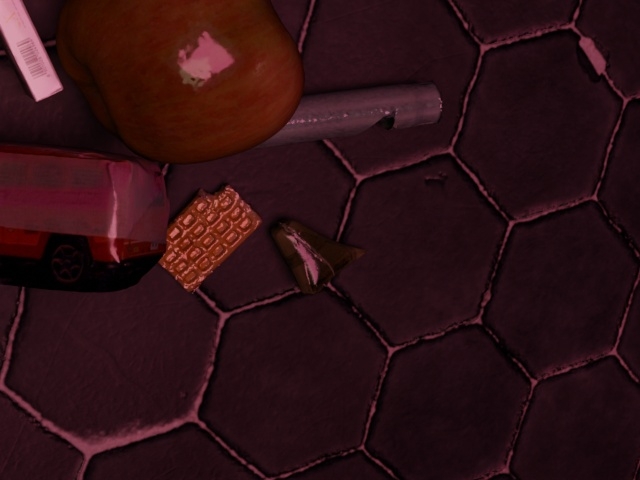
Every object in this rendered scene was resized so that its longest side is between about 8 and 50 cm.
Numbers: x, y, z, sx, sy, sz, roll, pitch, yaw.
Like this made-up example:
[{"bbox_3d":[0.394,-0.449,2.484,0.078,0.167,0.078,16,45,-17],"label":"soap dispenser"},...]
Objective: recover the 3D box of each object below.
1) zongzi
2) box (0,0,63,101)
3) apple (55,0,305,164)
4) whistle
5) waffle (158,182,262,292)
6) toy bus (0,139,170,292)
[{"bbox_3d":[0.000,0.000,1.327,0.113,0.052,0.104,-35,108,-26],"label":"zongzi"},{"bbox_3d":[-0.334,-0.231,1.107,0.040,0.084,0.154,-28,112,-12],"label":"box"},{"bbox_3d":[-0.155,-0.204,1.100,0.264,0.264,0.264,-5,105,-21],"label":"apple"},{"bbox_3d":[0.005,-0.156,1.279,0.312,0.062,0.062,-10,106,-20],"label":"whistle"},{"bbox_3d":[-0.146,-0.009,1.274,0.135,0.021,0.092,-47,115,-6],"label":"waffle"},{"bbox_3d":[-0.313,-0.031,1.077,0.302,0.127,0.147,7,96,16],"label":"toy bus"}]
